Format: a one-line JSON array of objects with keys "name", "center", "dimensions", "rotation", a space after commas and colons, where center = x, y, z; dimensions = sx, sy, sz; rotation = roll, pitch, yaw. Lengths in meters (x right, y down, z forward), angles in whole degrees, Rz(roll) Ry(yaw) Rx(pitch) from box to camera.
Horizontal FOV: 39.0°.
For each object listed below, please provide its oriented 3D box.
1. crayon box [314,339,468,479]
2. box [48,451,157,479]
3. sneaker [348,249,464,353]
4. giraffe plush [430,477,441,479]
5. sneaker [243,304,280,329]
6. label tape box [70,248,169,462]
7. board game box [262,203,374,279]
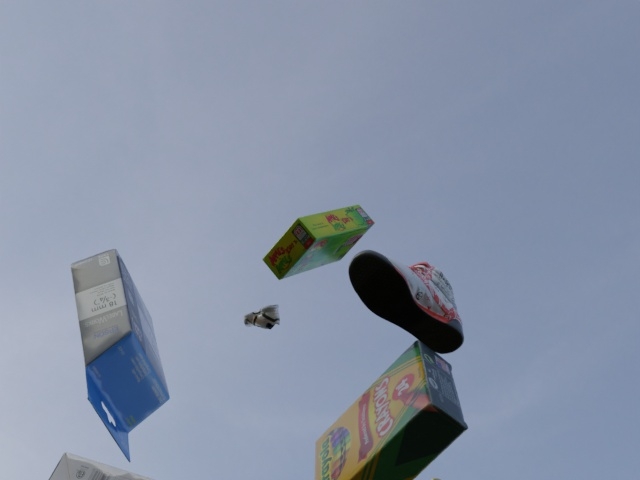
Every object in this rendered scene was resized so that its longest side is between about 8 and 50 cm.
[{"name": "crayon box", "center": [0.086, 0.331, 1.448], "dimensions": [0.081, 0.202, 0.318], "rotation": [38, -74, -14]}, {"name": "box", "center": [-0.183, 0.361, 1.032], "dimensions": [0.169, 0.087, 0.290], "rotation": [9, -34, 26]}, {"name": "sneaker", "center": [0.145, 0.077, 1.587], "dimensions": [0.090, 0.145, 0.270], "rotation": [-39, -63, 24]}, {"name": "giraffe plush", "center": [0.147, 0.482, 1.611], "dimensions": [0.171, 0.210, 0.181], "rotation": [-2, -77, 24]}, {"name": "sneaker", "center": [-0.119, 0.162, 1.816], "dimensions": [0.109, 0.040, 0.043], "rotation": [-27, -107, 50]}, {"name": "label tape box", "center": [-0.382, 0.220, 1.754], "dimensions": [0.106, 0.333, 0.240], "rotation": [-19, -42, -4]}, {"name": "board game box", "center": [0.000, 0.000, 1.360], "dimensions": [0.043, 0.181, 0.092], "rotation": [49, -62, 15]}]
